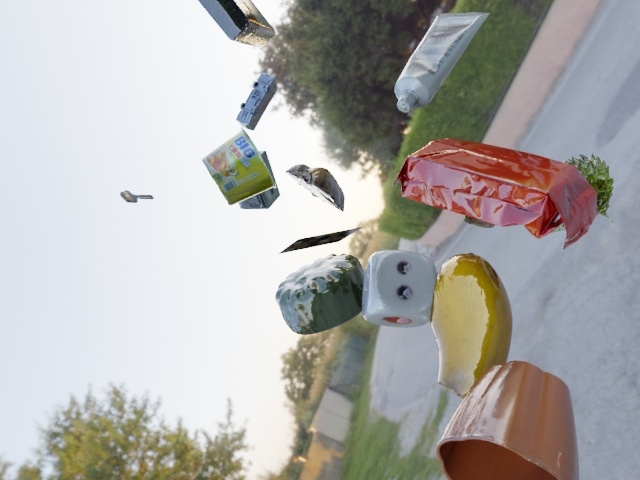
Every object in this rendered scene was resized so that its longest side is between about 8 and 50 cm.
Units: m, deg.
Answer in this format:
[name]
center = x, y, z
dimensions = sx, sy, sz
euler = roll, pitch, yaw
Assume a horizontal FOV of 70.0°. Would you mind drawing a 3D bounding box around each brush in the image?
[brush]
center = -0.588, -0.141, 1.477
dimensions = 0.014, 0.051, 0.164
euler = -44, -5, 12

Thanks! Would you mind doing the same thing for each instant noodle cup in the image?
[instant noodle cup]
center = -0.240, -0.202, 1.331
dimensions = 0.153, 0.205, 0.205
euler = -33, -15, -7

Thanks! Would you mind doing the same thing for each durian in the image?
[durian]
center = 0.655, -0.118, 1.212
dimensions = 0.157, 0.169, 0.355
euler = -38, -4, -2

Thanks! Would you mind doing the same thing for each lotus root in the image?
[lotus root]
center = 0.014, -0.165, 1.404
dimensions = 0.078, 0.167, 0.329
euler = -57, -17, 1

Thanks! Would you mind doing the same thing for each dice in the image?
[dice]
center = 0.227, 0.145, 1.337
dimensions = 0.193, 0.194, 0.192
euler = 94, -177, -68

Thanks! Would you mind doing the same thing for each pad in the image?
[pad]
center = 0.000, 0.000, 1.418
dimensions = 0.158, 0.235, 0.003
euler = -33, 71, 57

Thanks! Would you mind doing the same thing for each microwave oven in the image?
[microwave oven]
center = -0.271, -0.239, 1.829
dimensions = 0.122, 0.162, 0.208
euler = -56, -42, -45

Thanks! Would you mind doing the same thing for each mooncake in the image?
[mooncake]
center = 0.005, 0.192, 1.729
dimensions = 0.194, 0.356, 0.356
euler = 68, -160, -12

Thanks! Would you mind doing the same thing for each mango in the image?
[mango]
center = 0.343, 0.189, 1.045
dimensions = 0.144, 0.187, 0.359
euler = 34, -134, -40

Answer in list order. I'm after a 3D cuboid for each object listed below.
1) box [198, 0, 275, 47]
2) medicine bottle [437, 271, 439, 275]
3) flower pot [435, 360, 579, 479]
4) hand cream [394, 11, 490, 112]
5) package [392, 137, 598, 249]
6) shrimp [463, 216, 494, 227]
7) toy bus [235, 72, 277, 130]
[box]
center = -0.215, -0.578, 1.148
dimensions = 0.071, 0.168, 0.259
euler = -37, 11, 18
[medicine bottle]
center = 0.351, 0.193, 1.664
dimensions = 0.239, 0.124, 0.124
euler = -44, 16, 50
[flower pot]
center = 0.289, 0.282, 0.670
dimensions = 0.173, 0.190, 0.191
euler = -48, -20, -38
[hand cream]
center = 0.252, -0.399, 0.999
dimensions = 0.341, 0.124, 0.078
euler = -56, -38, -25
[package]
center = 0.384, -0.126, 1.023
dimensions = 0.196, 0.423, 0.123
euler = -35, -43, -39
[shrimp]
center = 0.404, -0.053, 1.183
dimensions = 0.023, 0.108, 0.059
euler = -70, 27, 20
[toy bus]
center = -0.211, -0.466, 1.541
dimensions = 0.190, 0.064, 0.075
euler = -62, -21, -10
